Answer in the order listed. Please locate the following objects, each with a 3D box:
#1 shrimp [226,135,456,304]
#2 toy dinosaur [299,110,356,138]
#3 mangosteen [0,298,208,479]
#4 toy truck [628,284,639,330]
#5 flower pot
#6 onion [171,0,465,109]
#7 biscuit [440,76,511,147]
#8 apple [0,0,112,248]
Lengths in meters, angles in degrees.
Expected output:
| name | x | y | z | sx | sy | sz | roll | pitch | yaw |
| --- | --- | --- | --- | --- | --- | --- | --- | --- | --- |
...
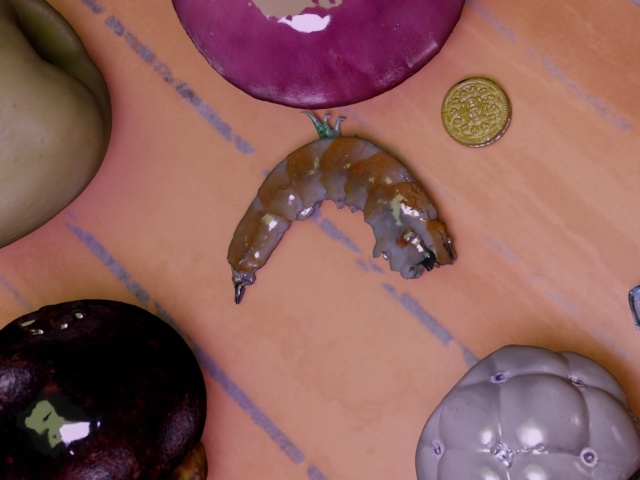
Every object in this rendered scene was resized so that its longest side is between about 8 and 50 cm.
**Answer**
| name | x | y | z | sx | sy | sz | roll | pitch | yaw |
| --- | --- | --- | --- | --- | --- | --- | --- | --- | --- |
| shrimp | 0.011 | -0.032 | 1.608 | 0.287 | 0.068 | 0.185 | -9 | 81 | 18 |
| toy dinosaur | 0.009 | -0.123 | 1.650 | 0.083 | 0.021 | 0.062 | 15 | 99 | 19 |
| mangosteen | -0.273 | 0.217 | 1.571 | 0.297 | 0.313 | 0.297 | -2 | 46 | 2 |
| toy truck | 0.400 | 0.115 | 1.458 | 0.081 | 0.067 | 0.175 | -28 | 77 | 19 |
| flower pot | 0.219 | 0.227 | 1.409 | 0.195 | 0.246 | 0.246 | 41 | 96 | 22 |
| onion | 0.004 | -0.325 | 1.540 | 0.358 | 0.345 | 0.358 | -2 | 98 | -13 |
| biscuit | 0.184 | -0.151 | 1.591 | 0.084 | 0.023 | 0.084 | -3 | 81 | 19 |
| apple | -0.440 | -0.152 | 1.644 | 0.357 | 0.357 | 0.357 | -3 | 81 | 18 |
